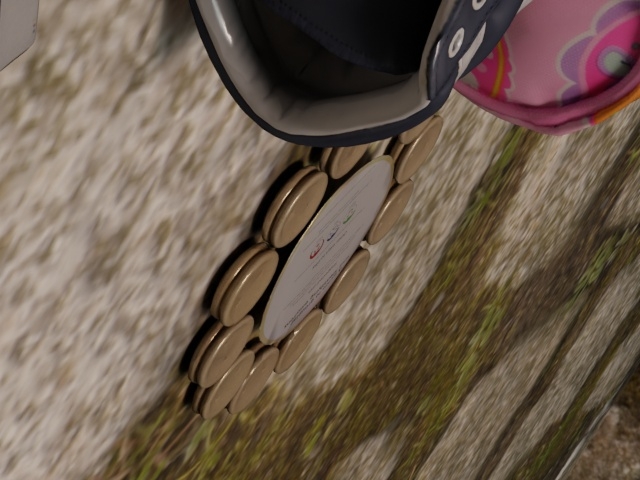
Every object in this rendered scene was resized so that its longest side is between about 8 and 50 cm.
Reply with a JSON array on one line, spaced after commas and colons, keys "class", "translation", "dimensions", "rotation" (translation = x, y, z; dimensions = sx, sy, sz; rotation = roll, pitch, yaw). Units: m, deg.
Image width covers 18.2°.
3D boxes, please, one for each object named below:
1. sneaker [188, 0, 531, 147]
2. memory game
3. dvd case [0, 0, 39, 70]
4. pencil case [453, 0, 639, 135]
[{"class": "sneaker", "translation": [0.050, -0.142, 0.542], "dimensions": [0.153, 0.099, 0.282], "rotation": [-44, 165, -45]}, {"class": "memory game", "translation": [0.000, 0.000, 0.870], "dimensions": [0.186, 0.012, 0.186], "rotation": [-52, 166, -19]}, {"class": "dvd case", "translation": [-0.128, -0.035, 0.335], "dimensions": [0.239, 0.029, 0.179], "rotation": [-45, 163, -34]}, {"class": "pencil case", "translation": [0.139, -0.156, 0.782], "dimensions": [0.284, 0.124, 0.124], "rotation": [-45, 162, -41]}]
